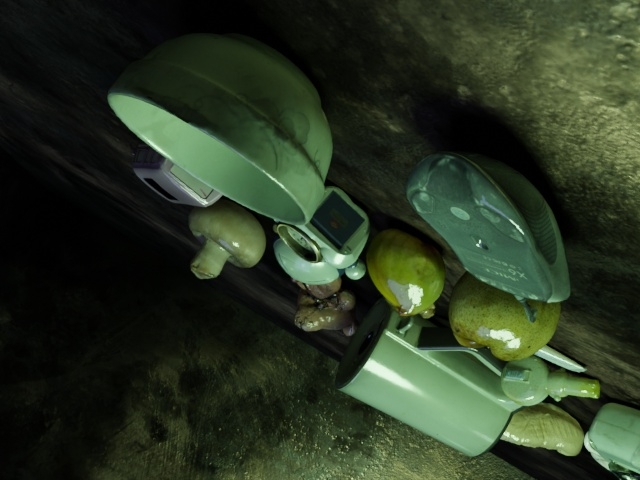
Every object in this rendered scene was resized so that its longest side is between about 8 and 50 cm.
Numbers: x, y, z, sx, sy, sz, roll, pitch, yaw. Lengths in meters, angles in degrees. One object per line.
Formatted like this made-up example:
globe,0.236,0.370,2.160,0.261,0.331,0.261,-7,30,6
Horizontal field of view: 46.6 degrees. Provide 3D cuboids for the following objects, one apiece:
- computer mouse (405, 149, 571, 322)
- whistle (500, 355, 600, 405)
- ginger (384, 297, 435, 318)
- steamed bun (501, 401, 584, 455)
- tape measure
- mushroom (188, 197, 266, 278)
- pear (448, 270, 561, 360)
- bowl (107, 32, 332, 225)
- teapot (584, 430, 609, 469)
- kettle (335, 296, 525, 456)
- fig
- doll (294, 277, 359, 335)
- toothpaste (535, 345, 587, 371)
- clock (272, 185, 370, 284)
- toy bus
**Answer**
computer mouse,0.232,-0.002,0.934,0.167,0.090,0.379,23,161,39
whistle,0.452,0.282,1.481,0.198,0.104,0.057,0,151,41
ginger,0.182,0.120,1.554,0.133,0.059,0.214,33,166,13
steamed bun,0.542,0.450,1.837,0.212,0.111,0.231,13,-179,20
tape measure,0.665,0.433,1.460,0.243,0.125,0.246,40,164,-28
mushroom,-0.240,0.006,1.786,0.204,0.204,0.204,30,166,8
pear,0.279,0.111,1.145,0.167,0.137,0.167,29,170,6
bowl,-0.112,-0.161,0.991,0.307,0.163,0.307,29,167,8
teapot,0.684,0.491,1.695,0.226,0.092,0.145,37,163,-15
kettle,0.277,0.300,1.713,0.376,0.250,0.361,31,138,-7
fig,0.146,0.047,1.271,0.153,0.120,0.136,51,-177,31
doll,-0.012,0.147,1.894,0.201,0.156,0.303,32,164,27
toothpaste,0.401,0.199,1.420,0.218,0.033,0.052,27,166,8
clock,0.000,0.000,1.358,0.199,0.147,0.243,38,162,-3
toy bus,-0.252,-0.149,1.380,0.142,0.142,0.202,39,165,-30
